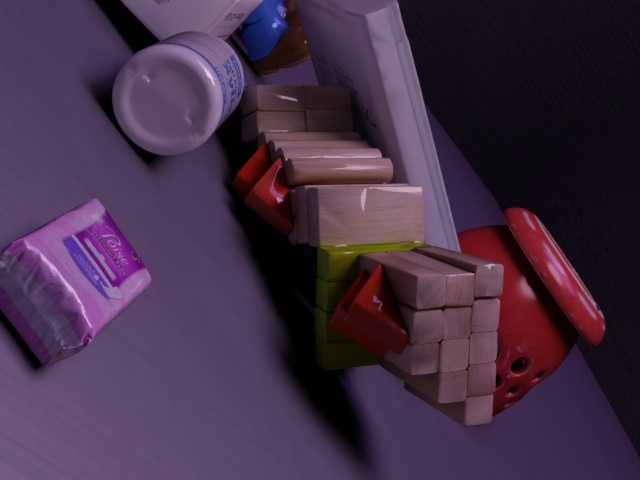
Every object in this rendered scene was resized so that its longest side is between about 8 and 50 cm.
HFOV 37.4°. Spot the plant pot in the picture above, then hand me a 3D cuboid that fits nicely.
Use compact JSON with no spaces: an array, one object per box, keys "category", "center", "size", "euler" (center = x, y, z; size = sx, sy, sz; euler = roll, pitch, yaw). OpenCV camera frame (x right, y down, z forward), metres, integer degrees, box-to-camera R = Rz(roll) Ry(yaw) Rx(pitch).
[{"category":"plant pot","center":[0.188,0.068,1.003],"size":[0.191,0.174,0.191],"euler":[51,13,-16]}]

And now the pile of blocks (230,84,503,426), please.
[{"category":"pile of blocks","center":[0.000,0.000,0.707],"size":[0.112,0.149,0.362],"euler":[-2,35,-23]}]

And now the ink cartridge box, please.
[{"category":"ink cartridge box","center":[-0.115,-0.207,0.737],"size":[0.198,0.067,0.115],"euler":[46,15,-6]}]

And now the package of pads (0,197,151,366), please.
[{"category":"package of pads","center":[-0.105,0.016,0.400],"size":[0.050,0.032,0.083],"euler":[58,13,-7]}]

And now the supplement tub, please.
[{"category":"supplement tub","center":[-0.092,-0.101,0.630],"size":[0.071,0.071,0.107],"euler":[54,15,-12]}]

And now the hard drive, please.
[{"category":"hard drive","center":[0.056,-0.074,0.845],"size":[0.203,0.040,0.307],"euler":[-128,-162,-62]}]

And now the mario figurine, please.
[{"category":"mario figurine","center":[-0.084,-0.339,0.977],"size":[0.198,0.170,0.320],"euler":[20,-29,49]}]
